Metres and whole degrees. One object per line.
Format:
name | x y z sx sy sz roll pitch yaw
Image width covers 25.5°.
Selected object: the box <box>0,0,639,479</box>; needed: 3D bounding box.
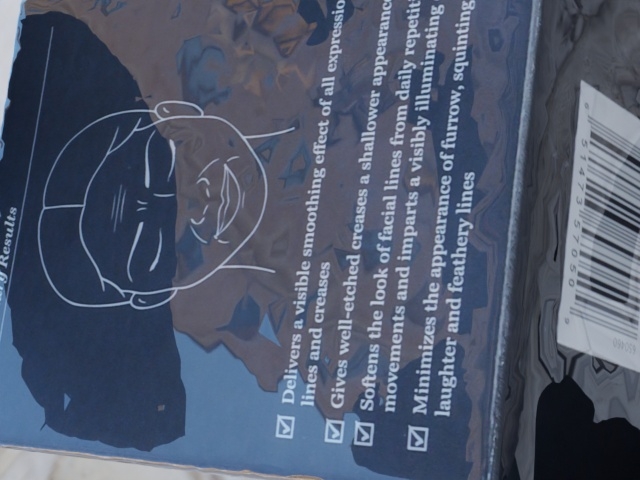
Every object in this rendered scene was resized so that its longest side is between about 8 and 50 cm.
box | 0.000 0.000 0.846 0.396 0.293 0.212 0 168 37
